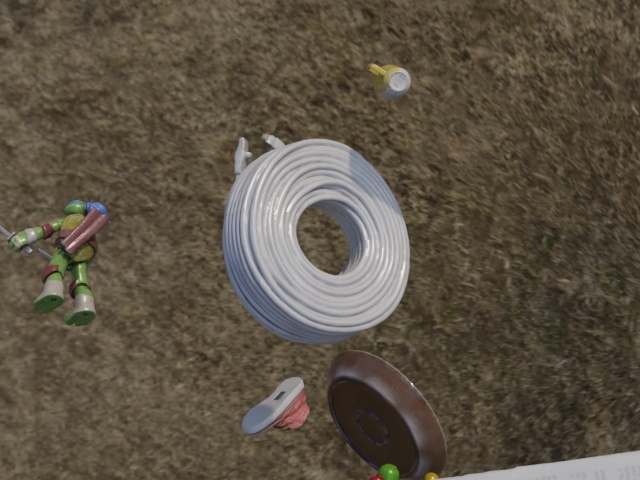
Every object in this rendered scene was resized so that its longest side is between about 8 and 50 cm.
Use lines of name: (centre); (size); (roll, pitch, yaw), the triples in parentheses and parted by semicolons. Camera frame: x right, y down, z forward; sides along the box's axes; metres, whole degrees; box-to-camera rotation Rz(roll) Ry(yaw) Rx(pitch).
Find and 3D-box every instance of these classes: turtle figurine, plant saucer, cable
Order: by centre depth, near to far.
cable: (0.000, 0.000, 1.198); (0.089, 0.257, 0.257); (-26, 48, 54)
plant saucer: (0.116, 0.362, 1.910); (0.310, 0.050, 0.311); (32, 141, 31)
turtle figurine: (-0.575, 0.054, 2.052); (0.274, 0.198, 0.266); (-8, 55, -3)

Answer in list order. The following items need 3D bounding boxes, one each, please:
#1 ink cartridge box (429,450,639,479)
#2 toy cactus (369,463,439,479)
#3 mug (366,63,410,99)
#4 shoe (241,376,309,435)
ink cartridge box: (0.277, 0.369, 0.922); (0.385, 0.091, 0.308); (-13, 67, 20)
toy cactus: (0.098, 0.399, 1.235); (0.180, 0.112, 0.219); (-17, 69, -13)
mug: (0.120, -0.274, 1.654); (0.078, 0.064, 0.062); (-1, 98, -9)
shoe: (-0.082, 0.347, 1.875); (0.063, 0.178, 0.081); (-1, 115, 36)
